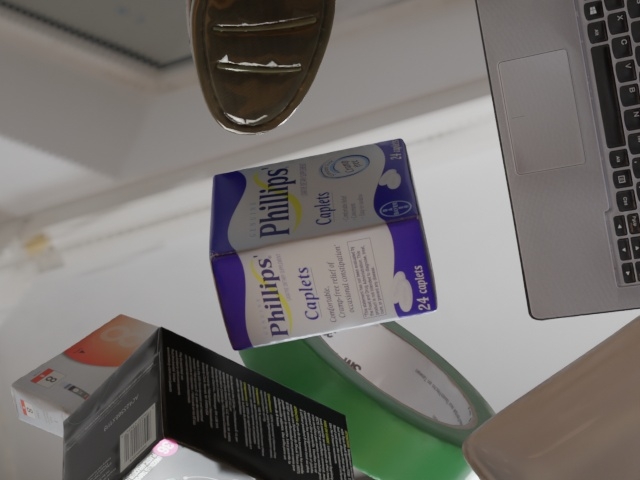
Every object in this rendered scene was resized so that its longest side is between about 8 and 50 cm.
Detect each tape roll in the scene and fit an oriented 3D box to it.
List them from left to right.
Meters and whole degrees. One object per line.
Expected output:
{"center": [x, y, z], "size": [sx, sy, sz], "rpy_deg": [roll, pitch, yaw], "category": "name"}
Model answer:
{"center": [0.058, 0.164, 1.938], "size": [0.321, 0.077, 0.321], "rpy_deg": [33, -167, -9], "category": "tape roll"}

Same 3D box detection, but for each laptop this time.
{"center": [0.294, -0.119, 1.557], "size": [0.236, 0.408, 0.382], "rpy_deg": [-12, -88, -57], "category": "laptop"}

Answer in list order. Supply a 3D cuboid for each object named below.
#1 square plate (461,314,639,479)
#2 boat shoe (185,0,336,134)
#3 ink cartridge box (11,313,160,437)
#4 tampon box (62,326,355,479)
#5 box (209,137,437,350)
{"center": [0.315, 0.178, 1.098], "size": [0.344, 0.347, 0.049], "rpy_deg": [49, 151, 17], "category": "square plate"}
{"center": [-0.054, -0.236, 1.296], "size": [0.104, 0.110, 0.307], "rpy_deg": [-126, 35, -60], "category": "boat shoe"}
{"center": [-0.159, 0.132, 1.514], "size": [0.145, 0.179, 0.045], "rpy_deg": [-34, -54, -43], "category": "ink cartridge box"}
{"center": [-0.075, 0.156, 1.153], "size": [0.161, 0.120, 0.101], "rpy_deg": [29, -147, -28], "category": "tampon box"}
{"center": [0.000, 0.000, 1.134], "size": [0.126, 0.137, 0.072], "rpy_deg": [-95, -8, -63], "category": "box"}
